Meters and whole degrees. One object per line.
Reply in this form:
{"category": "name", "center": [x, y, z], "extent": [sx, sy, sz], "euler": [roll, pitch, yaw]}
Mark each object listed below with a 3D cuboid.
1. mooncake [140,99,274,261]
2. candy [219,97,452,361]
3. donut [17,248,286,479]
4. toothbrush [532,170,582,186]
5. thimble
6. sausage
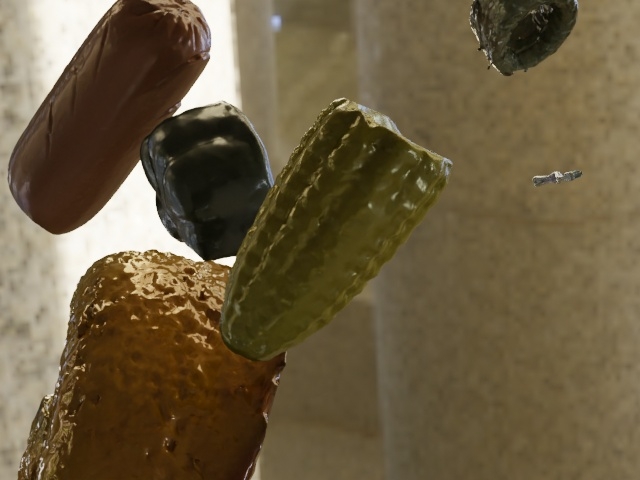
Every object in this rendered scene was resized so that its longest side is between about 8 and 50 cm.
{"category": "mooncake", "center": [-0.104, -0.046, 1.879], "extent": [0.104, 0.175, 0.168], "euler": [-24, -106, -15]}
{"category": "candy", "center": [0.000, 0.000, 1.373], "extent": [0.199, 0.106, 0.094], "euler": [-55, -147, 1]}
{"category": "donut", "center": [-0.174, 0.225, 1.613], "extent": [0.163, 0.435, 0.378], "euler": [18, -132, -10]}
{"category": "toothbrush", "center": [0.202, -0.054, 1.703], "extent": [0.013, 0.011, 0.131], "euler": [-16, -178, -9]}
{"category": "thimble", "center": [0.185, -0.207, 1.811], "extent": [0.084, 0.110, 0.062], "euler": [8, -137, -36]}
{"category": "sausage", "center": [-0.218, -0.139, 2.033], "extent": [0.121, 0.304, 0.121], "euler": [25, -143, -21]}
